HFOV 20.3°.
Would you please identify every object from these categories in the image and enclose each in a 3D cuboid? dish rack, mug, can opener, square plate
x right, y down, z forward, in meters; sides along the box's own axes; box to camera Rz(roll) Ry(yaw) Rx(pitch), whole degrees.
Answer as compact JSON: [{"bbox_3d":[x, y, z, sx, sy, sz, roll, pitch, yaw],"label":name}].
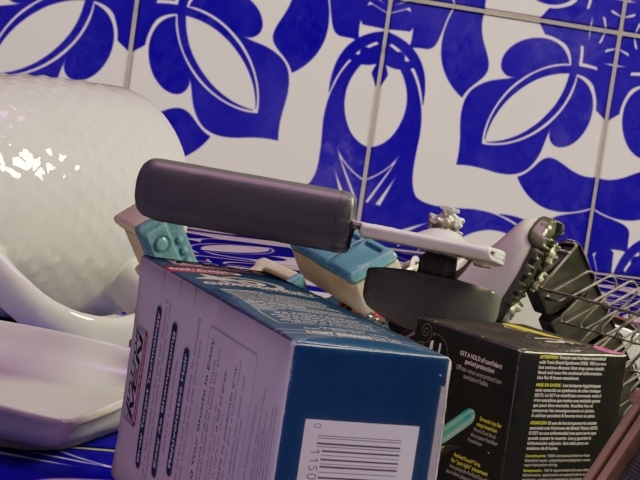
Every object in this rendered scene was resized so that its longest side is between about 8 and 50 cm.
[{"bbox_3d":[0.311,0.120,1.673,0.074,0.208,0.271,-36,23,-19],"label":"dish rack"},{"bbox_3d":[-0.323,-0.019,1.956,0.374,0.276,0.328,48,25,26],"label":"mug"},{"bbox_3d":[0.000,0.000,1.308,0.280,0.093,0.074,15,-4,3],"label":"can opener"},{"bbox_3d":[-0.295,0.116,1.522,0.347,0.049,0.344,10,6,17],"label":"square plate"}]

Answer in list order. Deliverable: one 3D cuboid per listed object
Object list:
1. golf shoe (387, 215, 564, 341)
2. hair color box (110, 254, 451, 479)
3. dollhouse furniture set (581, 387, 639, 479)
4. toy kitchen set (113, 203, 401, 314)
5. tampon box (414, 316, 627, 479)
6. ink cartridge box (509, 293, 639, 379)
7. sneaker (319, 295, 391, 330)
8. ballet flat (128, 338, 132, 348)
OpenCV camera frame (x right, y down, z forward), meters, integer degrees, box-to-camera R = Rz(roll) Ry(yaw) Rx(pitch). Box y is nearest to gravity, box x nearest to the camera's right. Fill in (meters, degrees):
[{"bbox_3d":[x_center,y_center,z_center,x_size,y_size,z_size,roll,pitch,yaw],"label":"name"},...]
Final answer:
[{"bbox_3d":[0.123,0.057,1.700,0.120,0.273,0.105,43,37,5],"label":"golf shoe"},{"bbox_3d":[-0.039,0.121,1.168,0.105,0.174,0.347,7,5,-21],"label":"hair color box"},{"bbox_3d":[0.268,0.210,1.170,0.184,0.129,0.129,39,-8,-25],"label":"dollhouse furniture set"},{"bbox_3d":[-0.054,0.009,1.627,0.207,0.166,0.122,-30,31,-20],"label":"toy kitchen set"},{"bbox_3d":[0.130,0.144,1.255,0.101,0.161,0.120,5,7,-33],"label":"tampon box"},{"bbox_3d":[0.325,0.117,1.989,0.371,0.069,0.176,24,4,-3],"label":"ink cartridge box"},{"bbox_3d":[0.022,0.108,1.682,0.104,0.125,0.262,4,6,-33],"label":"sneaker"},{"bbox_3d":[-0.145,0.106,1.759,0.073,0.067,0.206,7,5,4],"label":"ballet flat"}]
